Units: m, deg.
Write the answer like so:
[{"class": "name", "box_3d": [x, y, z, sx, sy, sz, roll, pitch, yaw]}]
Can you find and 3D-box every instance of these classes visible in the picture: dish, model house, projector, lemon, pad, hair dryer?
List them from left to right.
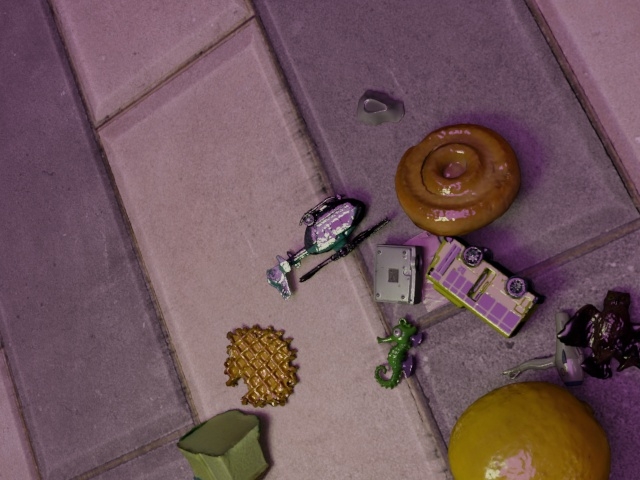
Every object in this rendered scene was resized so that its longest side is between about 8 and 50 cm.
[{"class": "model house", "box_3d": [-0.253, 0.599, 2.028, 0.214, 0.195, 0.189, -4, 110, 41]}, {"class": "dish", "box_3d": [0.150, -0.346, 1.924, 0.137, 0.039, 0.091, 16, 94, 28]}, {"class": "projector", "box_3d": [0.194, 0.084, 1.862, 0.115, 0.061, 0.147, 3, 93, 28]}, {"class": "pad", "box_3d": [0.276, 0.074, 1.858, 0.113, 0.006, 0.187, -31, 76, 21]}, {"class": "lemon", "box_3d": [0.444, 0.465, 1.577, 0.348, 0.348, 0.347, -2, 87, 27]}, {"class": "hair dryer", "box_3d": [0.517, 0.247, 1.714, 0.199, 0.067, 0.167, -1, 78, 41]}]

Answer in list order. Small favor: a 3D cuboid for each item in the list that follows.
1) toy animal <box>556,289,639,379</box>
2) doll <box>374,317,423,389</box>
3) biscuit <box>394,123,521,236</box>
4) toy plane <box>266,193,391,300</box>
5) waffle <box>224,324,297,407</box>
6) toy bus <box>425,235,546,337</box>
[{"class": "toy animal", "box_3d": [0.634, 0.203, 1.630, 0.219, 0.116, 0.179, 17, 60, 5]}, {"class": "doll", "box_3d": [0.191, 0.287, 1.866, 0.115, 0.050, 0.190, 16, 97, 23]}, {"class": "biscuit", "box_3d": [0.318, -0.152, 1.736, 0.296, 0.102, 0.296, -10, 58, 17]}, {"class": "toy plane", "box_3d": [0.000, 0.000, 1.954, 0.382, 0.106, 0.155, -36, 84, 15]}, {"class": "waffle", "box_3d": [-0.168, 0.350, 2.044, 0.232, 0.051, 0.228, -3, 83, 26]}, {"class": "toy bus", "box_3d": [0.379, 0.104, 1.733, 0.262, 0.128, 0.150, 38, 102, 22]}]
